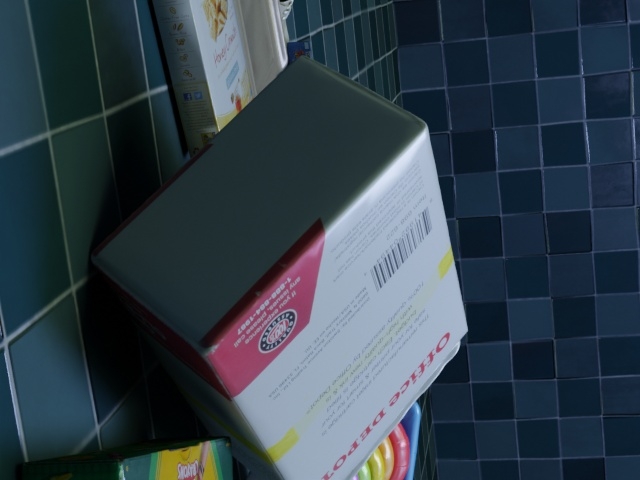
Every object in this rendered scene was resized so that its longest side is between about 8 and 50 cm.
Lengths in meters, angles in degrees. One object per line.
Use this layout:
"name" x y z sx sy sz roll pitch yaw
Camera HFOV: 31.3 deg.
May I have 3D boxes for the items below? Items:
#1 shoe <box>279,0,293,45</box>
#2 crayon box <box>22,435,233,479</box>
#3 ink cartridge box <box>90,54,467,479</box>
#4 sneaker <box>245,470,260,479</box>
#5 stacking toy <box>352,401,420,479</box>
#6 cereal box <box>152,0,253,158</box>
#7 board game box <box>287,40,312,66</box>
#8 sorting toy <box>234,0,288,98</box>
"shoe" -0.068 -0.340 1.550 0.219 0.058 0.076 72 18 -51
"crayon box" -0.143 0.249 0.916 0.278 0.081 0.165 27 59 -77
"ink cartridge box" -0.015 0.061 1.109 0.279 0.160 0.385 -47 149 -18
"sneaker" -0.055 0.353 1.370 0.115 0.105 0.281 -44 139 -36
"stacking toy" 0.017 0.325 1.589 0.302 0.165 0.175 -31 129 -65
"cereal box" -0.129 -0.231 1.237 0.173 0.047 0.240 -75 158 -59
"board game box" -0.025 -0.162 1.625 0.201 0.035 0.136 90 -5 -48
"sorting toy" -0.095 -0.261 1.430 0.196 0.047 0.348 -68 152 -58
